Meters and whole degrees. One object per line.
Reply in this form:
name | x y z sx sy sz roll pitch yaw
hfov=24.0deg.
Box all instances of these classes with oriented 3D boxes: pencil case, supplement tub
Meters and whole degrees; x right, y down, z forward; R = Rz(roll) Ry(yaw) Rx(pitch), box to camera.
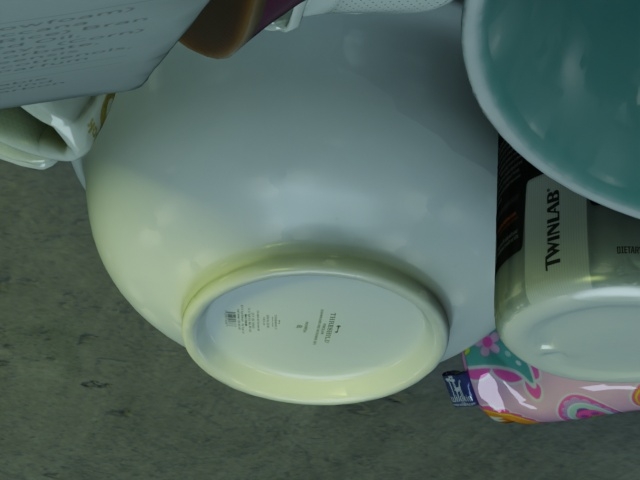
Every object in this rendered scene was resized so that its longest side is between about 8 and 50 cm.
pencil case | 0.218 0.040 0.938 0.284 0.124 0.124 -12 149 31
supplement tub | 0.142 -0.038 0.714 0.117 0.190 0.117 3 154 2

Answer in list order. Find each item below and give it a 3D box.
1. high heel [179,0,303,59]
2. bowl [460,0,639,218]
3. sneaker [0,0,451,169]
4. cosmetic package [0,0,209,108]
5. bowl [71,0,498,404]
high heel | 0.043 -0.224 0.470 0.127 0.181 0.377 42 144 6
bowl | 0.207 -0.138 0.535 0.312 0.163 0.311 4 153 2
sneaker | -0.071 -0.098 0.655 0.293 0.169 0.108 7 151 -7
cosmetic package | -0.104 -0.153 0.280 0.162 0.230 0.453 -10 -179 -12
bowl | 0.000 0.000 0.833 0.298 0.134 0.298 1 145 1
